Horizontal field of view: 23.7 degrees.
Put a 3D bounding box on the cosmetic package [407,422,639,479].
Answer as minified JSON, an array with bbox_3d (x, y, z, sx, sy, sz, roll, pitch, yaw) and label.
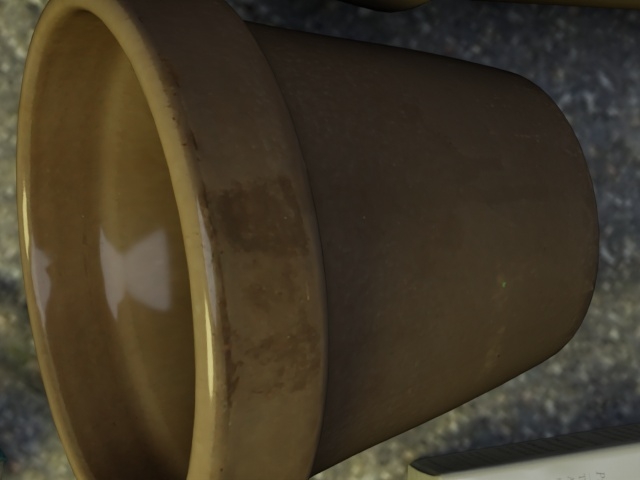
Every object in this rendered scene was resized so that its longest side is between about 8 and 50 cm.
[{"bbox_3d":[0.170,0.157,0.804,0.231,0.085,0.117,-7,89,-9],"label":"cosmetic package"}]

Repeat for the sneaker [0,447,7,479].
[{"bbox_3d":[-0.248,0.149,0.720,0.228,0.087,0.092,-23,126,-46],"label":"sneaker"}]

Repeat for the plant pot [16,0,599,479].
[{"bbox_3d":[0.000,0.000,0.722,0.229,0.263,0.263,-8,89,-24],"label":"plant pot"}]

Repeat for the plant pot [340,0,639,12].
[{"bbox_3d":[0.145,-0.236,0.726,0.280,0.323,0.323,16,86,-23],"label":"plant pot"}]
